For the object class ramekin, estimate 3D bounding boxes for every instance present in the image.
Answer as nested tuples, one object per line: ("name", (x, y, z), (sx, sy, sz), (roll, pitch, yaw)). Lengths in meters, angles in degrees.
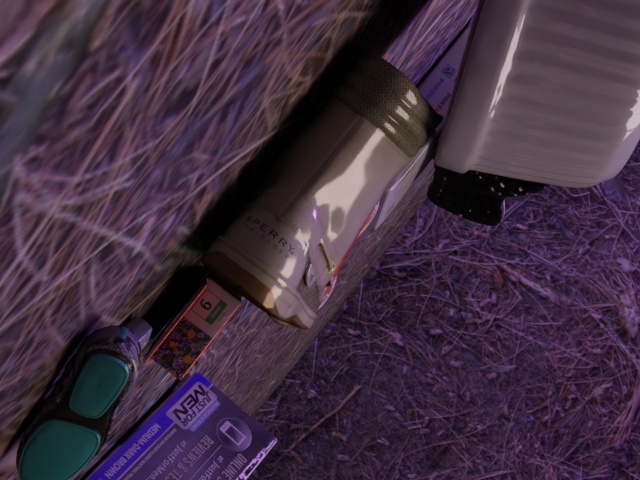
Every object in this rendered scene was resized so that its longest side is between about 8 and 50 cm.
("ramekin", (0.149, -0.130, 0.730), (0.207, 0.109, 0.207), (16, 90, -87))

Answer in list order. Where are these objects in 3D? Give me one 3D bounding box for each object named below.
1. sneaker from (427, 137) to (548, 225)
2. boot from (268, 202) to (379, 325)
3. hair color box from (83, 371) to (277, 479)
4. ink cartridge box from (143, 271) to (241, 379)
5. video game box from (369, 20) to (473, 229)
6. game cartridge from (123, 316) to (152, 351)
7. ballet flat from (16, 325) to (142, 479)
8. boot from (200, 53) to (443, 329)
("sneaker", (0.171, -0.109, 1.156), (0.283, 0.107, 0.124), (121, -7, -79))
("boot", (0.000, 0.000, 1.050), (0.158, 0.059, 0.084), (-59, 174, -15))
("hair color box", (-0.189, 0.293, 1.133), (0.185, 0.110, 0.339), (-44, 173, -48))
("ink cartridge box", (-0.078, 0.053, 0.751), (0.063, 0.029, 0.115), (-52, -175, 0))
("video game box", (0.103, -0.111, 1.204), (0.187, 0.048, 0.205), (-49, 175, -9))
("game cartridge", (-0.125, 0.079, 0.688), (0.056, 0.017, 0.083), (-42, 170, -45))
("ballet flat", (-0.123, 0.085, 0.624), (0.114, 0.041, 0.041), (-53, 175, 32))
("boot", (0.006, -0.030, 0.759), (0.165, 0.077, 0.213), (-54, 175, -1))
